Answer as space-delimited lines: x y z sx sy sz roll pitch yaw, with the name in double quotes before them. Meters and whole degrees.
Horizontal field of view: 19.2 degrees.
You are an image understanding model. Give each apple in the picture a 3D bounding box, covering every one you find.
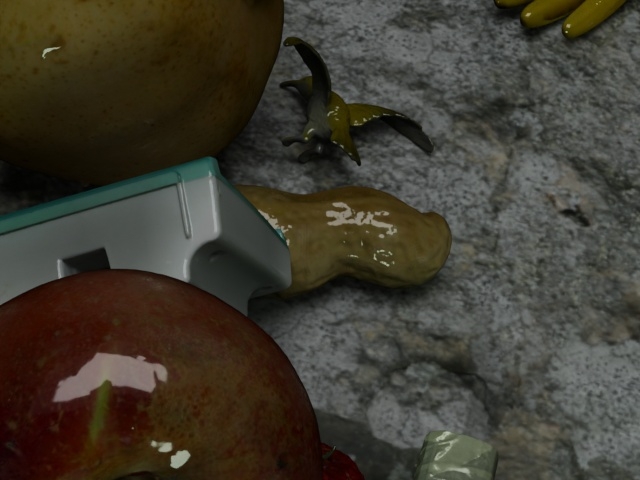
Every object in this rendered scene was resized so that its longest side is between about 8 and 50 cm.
"apple" -0.172 0.191 1.510 0.348 0.277 0.348 -1 94 -8

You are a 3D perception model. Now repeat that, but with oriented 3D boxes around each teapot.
"teapot" 0.108 0.270 1.702 0.077 0.107 0.200 15 57 3

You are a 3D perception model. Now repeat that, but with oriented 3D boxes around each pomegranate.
"pomegranate" -0.208 -0.243 1.845 0.417 0.416 0.416 2 56 -3

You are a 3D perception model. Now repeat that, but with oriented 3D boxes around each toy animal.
"toy animal" -0.007 -0.134 1.978 0.155 0.219 0.095 7 67 46

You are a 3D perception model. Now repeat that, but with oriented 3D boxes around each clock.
"clock" -0.176 0.039 1.726 0.262 0.231 0.116 -14 69 12

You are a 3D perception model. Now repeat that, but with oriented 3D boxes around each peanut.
"peanut" 0.000 0.000 1.882 0.263 0.101 0.117 -2 82 -8

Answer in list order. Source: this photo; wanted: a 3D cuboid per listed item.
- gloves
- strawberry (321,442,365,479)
"gloves" 0.317 -0.332 2.130 0.294 0.116 0.133 -35 58 -17
"strawberry" -0.006 0.254 1.713 0.131 0.148 0.131 -23 21 10
